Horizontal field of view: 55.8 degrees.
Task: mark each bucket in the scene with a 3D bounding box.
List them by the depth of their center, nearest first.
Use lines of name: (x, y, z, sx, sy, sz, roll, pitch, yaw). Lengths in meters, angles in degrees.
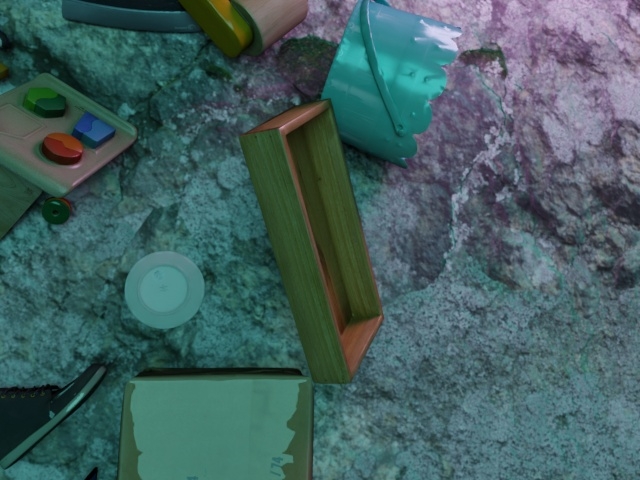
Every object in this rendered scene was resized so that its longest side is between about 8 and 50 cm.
bucket: (0.113, -0.280, 1.067, 0.183, 0.281, 0.281, 20, 80, -1)

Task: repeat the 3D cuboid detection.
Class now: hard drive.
hard drive: (-0.347, -0.483, 1.126, 0.255, 0.054, 0.171, 3, 82, -8)

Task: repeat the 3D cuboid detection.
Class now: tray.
tray: (0.000, 0.000, 0.970, 0.076, 0.203, 0.410, -5, 112, 25)

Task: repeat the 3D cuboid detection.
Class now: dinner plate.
dinner plate: (-0.280, 0.088, 1.085, 0.141, 0.017, 0.141, 1, 81, -8)

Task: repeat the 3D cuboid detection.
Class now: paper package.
paper package: (-0.168, 0.376, 0.989, 0.310, 0.168, 0.324, 2, 82, -10)

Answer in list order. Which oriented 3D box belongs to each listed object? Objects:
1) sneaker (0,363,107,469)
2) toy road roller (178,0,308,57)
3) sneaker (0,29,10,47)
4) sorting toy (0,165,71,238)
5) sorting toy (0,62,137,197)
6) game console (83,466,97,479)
sneaker: (-0.472, 0.260, 1.000, 0.222, 0.083, 0.118, -42, 90, -10)
toy road roller: (-0.144, -0.507, 1.030, 0.202, 0.241, 0.329, -46, 105, -23)
sneaker: (-0.644, -0.369, 1.067, 0.191, 0.071, 0.082, 23, 86, 4)
sorting toy: (-0.573, -0.090, 1.018, 0.132, 0.046, 0.274, -44, 122, 11)
sorting toy: (-0.494, -0.216, 1.018, 0.307, 0.041, 0.229, 32, 40, -4)
game console: (-0.354, 0.439, 0.975, 0.107, 0.122, 0.071, 37, 80, -2)
